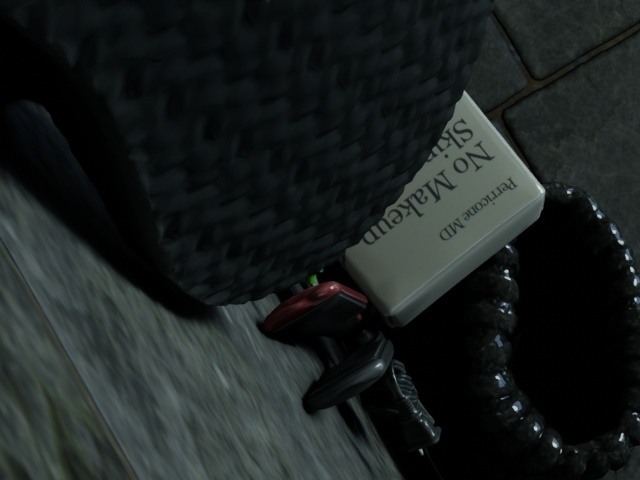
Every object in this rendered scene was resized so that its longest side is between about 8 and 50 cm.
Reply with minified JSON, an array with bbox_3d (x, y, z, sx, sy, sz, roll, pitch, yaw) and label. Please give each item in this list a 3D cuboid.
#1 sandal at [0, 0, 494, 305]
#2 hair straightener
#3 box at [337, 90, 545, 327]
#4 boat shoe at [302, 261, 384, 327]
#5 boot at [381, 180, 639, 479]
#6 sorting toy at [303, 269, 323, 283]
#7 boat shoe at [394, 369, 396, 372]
[{"bbox_3d":[-0.051,-0.109,0.464,0.107,0.167,0.446,42,-4,25],"label":"sandal"},{"bbox_3d":[0.021,0.073,0.830,0.089,0.047,0.230,60,0,9],"label":"hair straightener"},{"bbox_3d":[-0.004,-0.092,0.899,0.275,0.113,0.094,51,0,9],"label":"box"},{"bbox_3d":[0.002,-0.001,0.995,0.133,0.049,0.042,63,-5,-19],"label":"boat shoe"},{"bbox_3d":[0.087,0.003,1.059,0.348,0.131,0.260,61,-9,12],"label":"boot"},{"bbox_3d":[-0.025,-0.003,0.756,0.102,0.061,0.042,2,92,-77],"label":"sorting toy"},{"bbox_3d":[0.078,0.080,1.251,0.178,0.060,0.064,60,4,8],"label":"boat shoe"}]
